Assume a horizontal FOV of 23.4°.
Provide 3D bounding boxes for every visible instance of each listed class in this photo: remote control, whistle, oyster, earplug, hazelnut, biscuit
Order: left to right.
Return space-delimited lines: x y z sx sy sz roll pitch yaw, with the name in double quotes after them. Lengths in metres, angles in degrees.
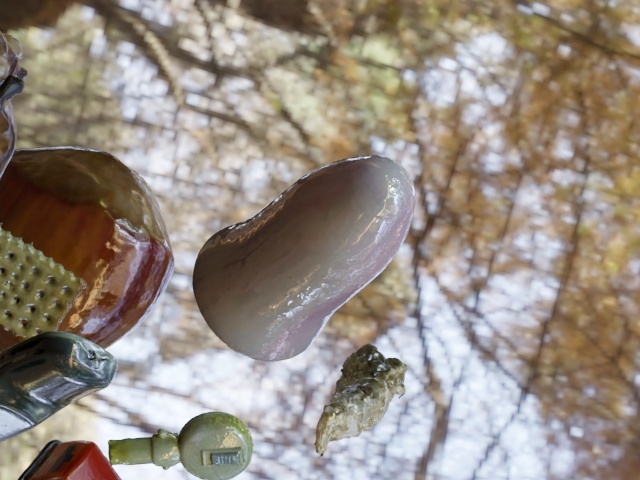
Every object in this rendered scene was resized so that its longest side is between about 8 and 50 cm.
-0.388 0.039 1.841 0.144 0.203 0.016 -50 -169 35 "biscuit"
-0.250 0.125 1.257 0.222 0.072 0.042 -28 -138 39 "remote control"
-0.392 0.023 2.384 0.366 0.365 0.366 -23 -120 49 "hazelnut"
-0.190 0.285 2.096 0.057 0.198 0.104 -97 -175 -58 "whistle"
0.000 0.000 1.673 0.301 0.172 0.172 -40 -132 51 "earplug"
0.053 0.182 1.859 0.200 0.106 0.061 -82 178 -60 "oyster"

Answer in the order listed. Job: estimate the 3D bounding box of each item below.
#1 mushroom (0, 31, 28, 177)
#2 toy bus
-0.389 -0.116 1.351 0.283 0.263 0.195 -19 -142 9 "mushroom"
-0.331 0.423 2.315 0.120 0.265 0.121 -17 -157 36 "toy bus"
